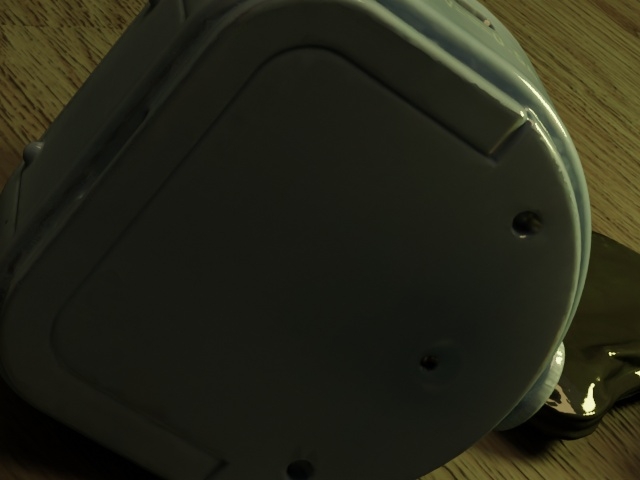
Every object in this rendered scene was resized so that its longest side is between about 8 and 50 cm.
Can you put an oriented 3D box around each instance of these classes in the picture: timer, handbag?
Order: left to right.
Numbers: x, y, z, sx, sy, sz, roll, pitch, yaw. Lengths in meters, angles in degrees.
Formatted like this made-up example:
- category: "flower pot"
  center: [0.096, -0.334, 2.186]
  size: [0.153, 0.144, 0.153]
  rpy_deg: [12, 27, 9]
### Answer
- category: "timer"
  center: [0.000, 0.000, 1.272]
  size: [0.395, 0.395, 0.173]
  rpy_deg: [15, 25, -16]
- category: "handbag"
  center: [0.201, 0.071, 1.610]
  size: [0.191, 0.075, 0.332]
  rpy_deg: [36, 30, 23]
